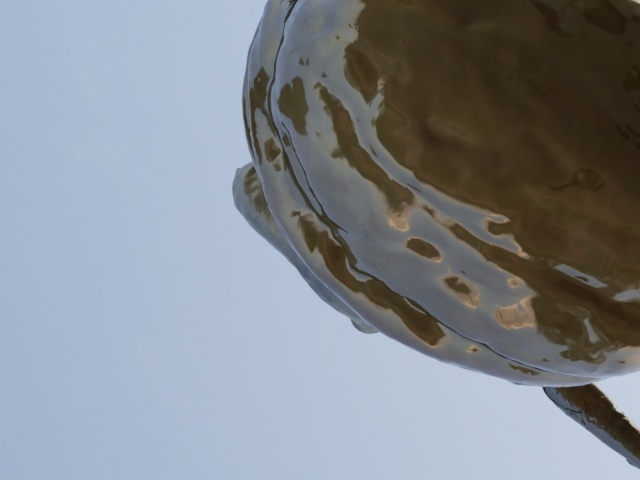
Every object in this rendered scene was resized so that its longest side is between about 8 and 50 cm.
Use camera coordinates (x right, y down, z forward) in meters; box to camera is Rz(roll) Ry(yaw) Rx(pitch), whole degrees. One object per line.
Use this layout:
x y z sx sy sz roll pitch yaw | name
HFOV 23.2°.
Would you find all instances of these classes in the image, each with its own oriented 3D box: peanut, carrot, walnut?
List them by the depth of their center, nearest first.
0.103 -0.059 0.898 0.313 0.252 0.277 29 -156 3 | walnut
0.000 0.000 1.498 0.099 0.099 0.214 -34 -97 -34 | peanut
0.334 0.216 1.624 0.254 0.049 0.049 39 -127 19 | carrot
